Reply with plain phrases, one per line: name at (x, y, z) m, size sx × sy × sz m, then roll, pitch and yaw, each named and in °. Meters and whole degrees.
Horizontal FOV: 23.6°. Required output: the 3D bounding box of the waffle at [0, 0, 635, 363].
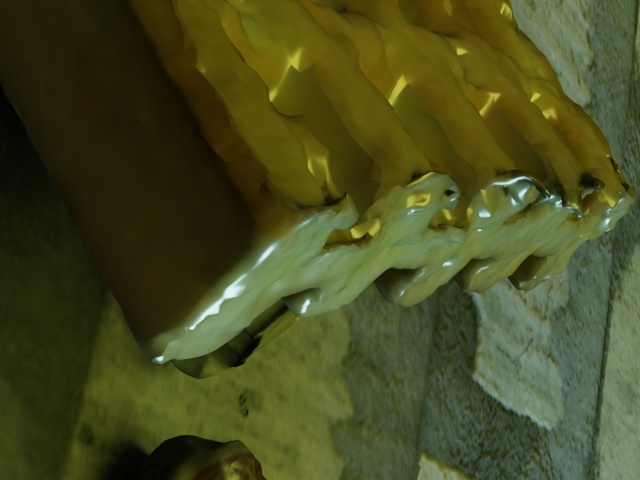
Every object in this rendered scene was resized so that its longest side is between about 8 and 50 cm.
waffle at (-0.021, -0.114, 0.567) m, size 0.304 × 0.077 × 0.348 m, roll 59°, pitch 24°, yaw 15°

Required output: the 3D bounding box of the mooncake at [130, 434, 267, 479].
mooncake at (-0.052, 0.159, 0.646) m, size 0.130 × 0.073 × 0.125 m, roll 60°, pitch 42°, yaw -40°

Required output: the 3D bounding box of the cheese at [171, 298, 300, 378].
cheese at (0.000, 0.000, 0.732) m, size 0.050 × 0.127 × 0.255 m, roll 47°, pitch 16°, yaw 6°
